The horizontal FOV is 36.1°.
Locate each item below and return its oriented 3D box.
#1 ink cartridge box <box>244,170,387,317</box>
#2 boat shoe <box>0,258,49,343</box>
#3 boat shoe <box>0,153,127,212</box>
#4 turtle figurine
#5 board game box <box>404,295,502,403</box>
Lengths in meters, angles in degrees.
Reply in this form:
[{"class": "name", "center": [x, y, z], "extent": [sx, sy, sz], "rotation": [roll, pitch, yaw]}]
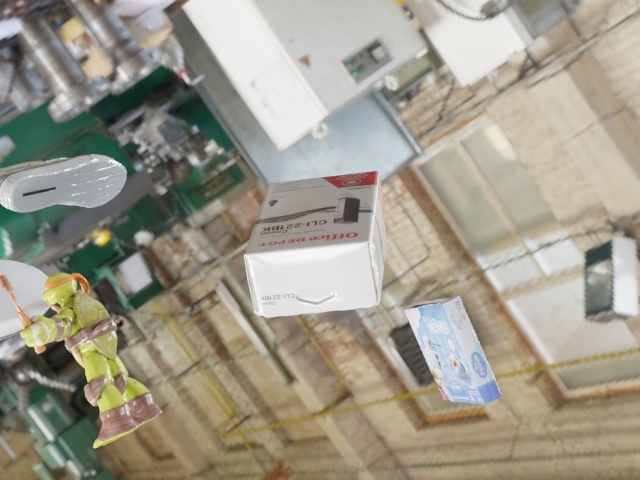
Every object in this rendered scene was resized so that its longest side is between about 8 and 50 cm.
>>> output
[{"class": "ink cartridge box", "center": [0.000, 0.000, 1.581], "extent": [0.196, 0.114, 0.273], "rotation": [-6, -153, 9]}, {"class": "boat shoe", "center": [-0.448, 0.115, 1.183], "extent": [0.102, 0.108, 0.301], "rotation": [-54, 170, 32]}, {"class": "boat shoe", "center": [-0.509, -0.123, 1.913], "extent": [0.302, 0.094, 0.109], "rotation": [-12, 123, -55]}, {"class": "turtle figurine", "center": [-0.262, 0.120, 1.137], "extent": [0.087, 0.217, 0.269], "rotation": [-28, 177, -1]}, {"class": "board game box", "center": [0.111, 0.094, 0.839], "extent": [0.020, 0.090, 0.090], "rotation": [-22, 179, -17]}]
